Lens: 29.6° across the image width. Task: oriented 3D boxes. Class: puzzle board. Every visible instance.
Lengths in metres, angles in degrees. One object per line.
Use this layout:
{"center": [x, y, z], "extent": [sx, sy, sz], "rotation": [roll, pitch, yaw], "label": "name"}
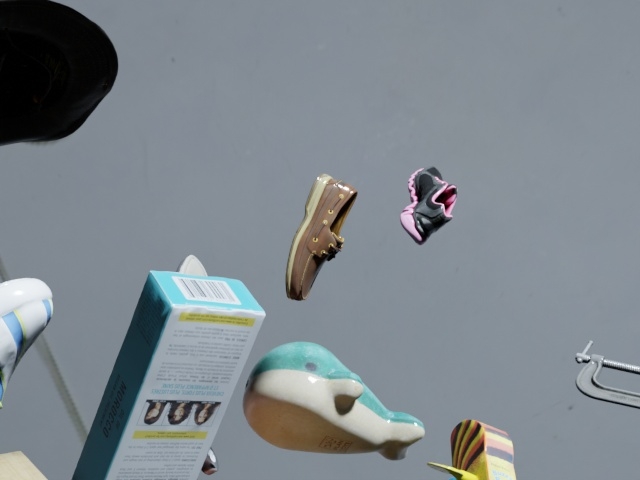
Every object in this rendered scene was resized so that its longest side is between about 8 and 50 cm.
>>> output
{"center": [-0.335, 0.258, 1.268], "extent": [0.096, 0.128, 0.011], "rotation": [-5, 109, -36], "label": "puzzle board"}

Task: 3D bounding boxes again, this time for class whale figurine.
{"center": [0.021, 0.242, 1.821], "extent": [0.272, 0.216, 0.141], "rotation": [18, 52, -7], "label": "whale figurine"}

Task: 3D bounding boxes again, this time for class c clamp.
{"center": [0.394, 0.171, 1.538], "extent": [0.160, 0.137, 0.022], "rotation": [14, 117, 29], "label": "c clamp"}

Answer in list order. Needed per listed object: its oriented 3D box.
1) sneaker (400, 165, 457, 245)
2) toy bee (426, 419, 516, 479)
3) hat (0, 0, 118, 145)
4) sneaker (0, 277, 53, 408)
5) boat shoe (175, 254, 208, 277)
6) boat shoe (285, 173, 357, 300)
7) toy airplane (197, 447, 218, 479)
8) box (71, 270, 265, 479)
{"center": [0.118, -0.043, 1.231], "extent": [0.057, 0.119, 0.047], "rotation": [-35, 112, 29], "label": "sneaker"}
{"center": [0.253, 0.380, 1.727], "extent": [0.195, 0.162, 0.298], "rotation": [5, 59, -33], "label": "toy bee"}
{"center": [-0.455, -0.263, 1.681], "extent": [0.331, 0.331, 0.134], "rotation": [-17, 60, -3], "label": "hat"}
{"center": [-0.236, 0.136, 0.773], "extent": [0.240, 0.091, 0.126], "rotation": [-42, 85, 8], "label": "sneaker"}
{"center": [-0.200, 0.106, 1.699], "extent": [0.065, 0.075, 0.206], "rotation": [-22, 42, 22], "label": "boat shoe"}
{"center": [0.000, 0.000, 1.644], "extent": [0.060, 0.064, 0.178], "rotation": [17, 86, 16], "label": "boat shoe"}
{"center": [-0.161, 0.470, 1.664], "extent": [0.384, 0.386, 0.272], "rotation": [-42, 107, -40], "label": "toy airplane"}
{"center": [-0.145, 0.149, 1.132], "extent": [0.060, 0.100, 0.244], "rotation": [48, 122, 47], "label": "box"}
